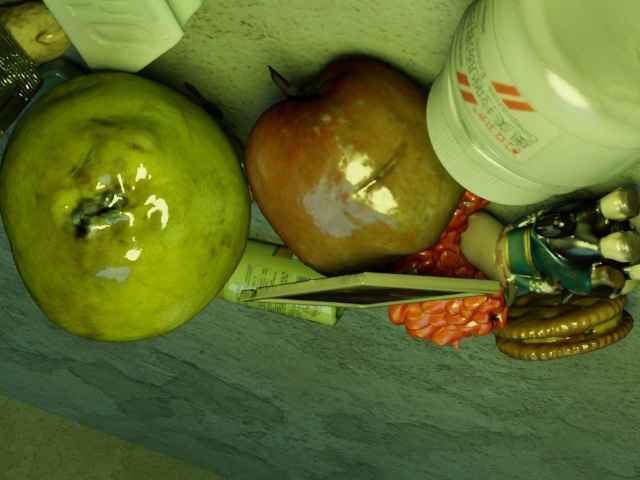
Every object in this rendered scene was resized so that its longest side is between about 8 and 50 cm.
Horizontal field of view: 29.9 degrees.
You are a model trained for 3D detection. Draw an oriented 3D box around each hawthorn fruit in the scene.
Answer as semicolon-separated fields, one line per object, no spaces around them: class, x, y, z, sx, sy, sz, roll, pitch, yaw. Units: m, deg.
hawthorn fruit;0.028;-0.102;1.521;0.301;0.267;0.268;41;148;-11

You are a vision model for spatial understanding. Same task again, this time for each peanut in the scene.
peanut;-0.430;-0.280;1.640;0.214;0.099;0.099;-5;146;29

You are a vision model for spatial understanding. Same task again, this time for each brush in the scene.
brush;-0.168;-0.201;1.728;0.024;0.008;0.083;-5;145;40

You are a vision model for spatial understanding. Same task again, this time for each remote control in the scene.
remote control;-0.327;-0.192;1.812;0.233;0.038;0.098;34;150;-31

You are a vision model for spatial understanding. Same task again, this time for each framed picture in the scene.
framed picture;0.055;0.065;1.540;0.211;0.020;0.290;6;171;-34

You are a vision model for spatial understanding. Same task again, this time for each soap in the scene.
soap;-0.259;-0.324;1.452;0.173;0.095;0.289;7;152;22

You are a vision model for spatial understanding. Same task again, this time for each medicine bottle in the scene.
medicine bottle;0.254;-0.174;1.263;0.245;0.245;0.306;21;160;-8
medicine bottle;-0.073;0.066;2.063;0.239;0.124;0.124;13;153;11

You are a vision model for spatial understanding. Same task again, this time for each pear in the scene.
pear;-0.253;-0.043;1.563;0.352;0.351;0.413;25;174;-14

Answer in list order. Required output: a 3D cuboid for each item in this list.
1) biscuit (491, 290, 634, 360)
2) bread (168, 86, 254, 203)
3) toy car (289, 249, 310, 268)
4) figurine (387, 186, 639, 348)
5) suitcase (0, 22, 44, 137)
biscuit;0.364;0.122;1.827;0.221;0.220;0.066;-6;103;39
bread;-0.199;-0.117;1.779;0.161;0.088;0.233;-33;116;23
toy car;0.000;0.000;1.921;0.112;0.112;0.139;14;167;42
figurine;0.281;0.023;1.682;0.412;0.241;0.306;-7;176;9
suitcase;-0.527;-0.247;1.495;0.152;0.229;0.335;-24;117;26
